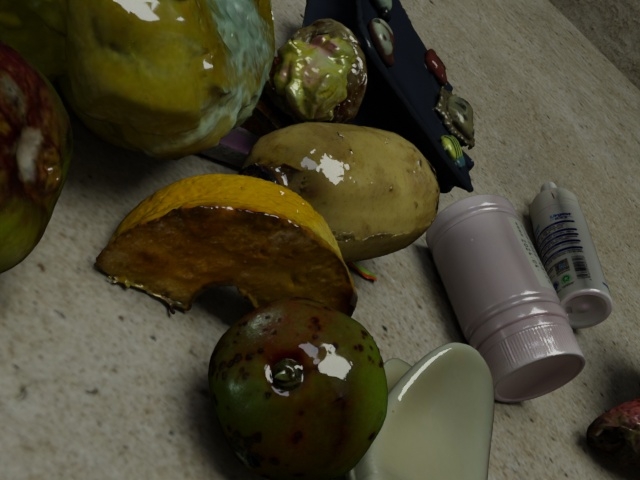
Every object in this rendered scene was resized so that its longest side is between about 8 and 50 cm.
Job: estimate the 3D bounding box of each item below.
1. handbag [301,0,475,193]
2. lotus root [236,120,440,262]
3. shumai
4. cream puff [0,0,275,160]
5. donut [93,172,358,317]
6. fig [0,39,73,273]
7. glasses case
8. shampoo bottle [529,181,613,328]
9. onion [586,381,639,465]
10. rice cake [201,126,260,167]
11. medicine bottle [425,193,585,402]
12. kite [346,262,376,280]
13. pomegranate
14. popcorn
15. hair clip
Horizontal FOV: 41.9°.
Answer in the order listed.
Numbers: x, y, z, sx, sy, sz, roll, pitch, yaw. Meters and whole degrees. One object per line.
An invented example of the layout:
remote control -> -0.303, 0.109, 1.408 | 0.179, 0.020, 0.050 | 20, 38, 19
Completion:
handbag -> 0.114, -0.235, 1.245 | 0.329, 0.122, 0.303 | 44, 30, -29
lotus root -> 0.015, -0.052, 0.933 | 0.284, 0.146, 0.160 | -5, 50, -48
shumai -> -0.008, -0.193, 1.020 | 0.105, 0.123, 0.139 | -34, 104, -48
cream puff -> -0.216, -0.255, 0.823 | 0.378, 0.275, 0.378 | -11, 90, -75
donut -> -0.059, 0.014, 0.791 | 0.259, 0.152, 0.101 | 31, 35, -24
fig -> -0.284, -0.069, 0.615 | 0.191, 0.181, 0.181 | 21, 35, 1
glasses case -> -0.054, -0.193, 1.112 | 0.075, 0.049, 0.218 | 41, 33, -9
shampoo bottle -> 0.408, 0.007, 1.397 | 0.092, 0.092, 0.303 | 31, 35, -23
onion -> 0.564, 0.226, 1.140 | 0.420, 0.398, 0.398 | 0, 52, -22
rice cake -> -0.069, -0.098, 1.003 | 0.206, 0.036, 0.047 | 20, 28, -33
medicine bottle -> 0.235, 0.071, 1.089 | 0.133, 0.133, 0.250 | 17, 42, -39
kite -> 0.000, 0.000, 1.004 | 0.183, 0.014, 0.241 | 30, 35, -26
pomegranate -> -0.013, 0.132, 0.740 | 0.159, 0.159, 0.205 | 62, 9, 21
popcorn -> -0.009, -0.179, 0.935 | 0.089, 0.097, 0.109 | 7, 45, -6
hair clip -> 0.101, 0.208, 0.824 | 0.172, 0.113, 0.282 | 37, 39, -14
